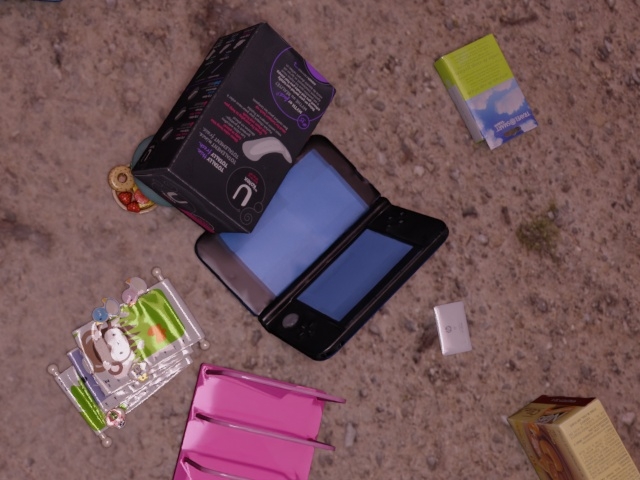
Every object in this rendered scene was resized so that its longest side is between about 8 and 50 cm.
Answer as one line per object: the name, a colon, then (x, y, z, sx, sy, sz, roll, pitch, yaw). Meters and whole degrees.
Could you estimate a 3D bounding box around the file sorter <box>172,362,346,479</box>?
file sorter: (-0.098, 0.341, 1.341, 0.202, 0.182, 0.291, 15, 79, -13)

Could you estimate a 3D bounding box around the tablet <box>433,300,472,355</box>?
tablet: (0.219, 0.145, 1.540, 0.054, 0.006, 0.083, -9, 85, -15)

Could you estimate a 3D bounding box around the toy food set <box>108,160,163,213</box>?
toy food set: (-0.280, -0.083, 1.432, 0.082, 0.020, 0.083, -21, 88, -16)

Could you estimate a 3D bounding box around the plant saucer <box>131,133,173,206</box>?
plant saucer: (-0.230, -0.111, 1.432, 0.119, 0.021, 0.119, 7, 75, -28)

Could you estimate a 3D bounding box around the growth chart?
growth chart: (-0.288, 0.167, 1.399, 0.237, 0.021, 0.172, -42, 93, -16)

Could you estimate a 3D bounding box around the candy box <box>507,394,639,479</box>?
candy box: (0.438, 0.402, 1.471, 0.087, 0.183, 0.316, -30, 91, -15)

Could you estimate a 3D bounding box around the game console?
game console: (0.000, 0.000, 1.423, 0.293, 0.250, 0.173, -45, 122, -15)

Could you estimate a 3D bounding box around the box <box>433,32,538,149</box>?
box: (0.283, -0.250, 1.588, 0.109, 0.042, 0.178, -27, 90, -15)

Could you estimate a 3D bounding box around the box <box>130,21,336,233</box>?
box: (-0.128, -0.163, 1.390, 0.165, 0.143, 0.270, 40, 70, -28)
